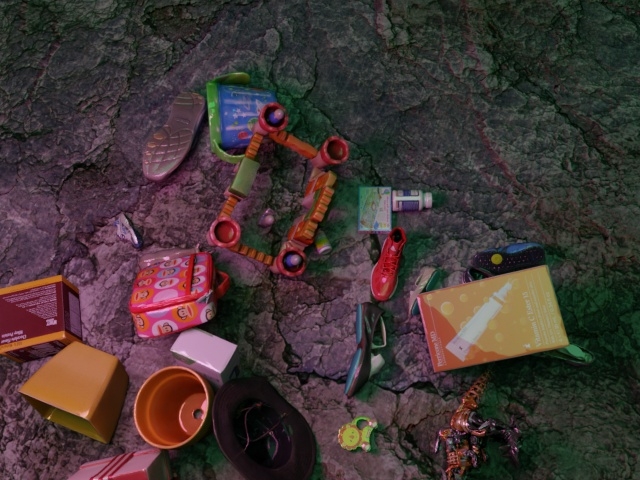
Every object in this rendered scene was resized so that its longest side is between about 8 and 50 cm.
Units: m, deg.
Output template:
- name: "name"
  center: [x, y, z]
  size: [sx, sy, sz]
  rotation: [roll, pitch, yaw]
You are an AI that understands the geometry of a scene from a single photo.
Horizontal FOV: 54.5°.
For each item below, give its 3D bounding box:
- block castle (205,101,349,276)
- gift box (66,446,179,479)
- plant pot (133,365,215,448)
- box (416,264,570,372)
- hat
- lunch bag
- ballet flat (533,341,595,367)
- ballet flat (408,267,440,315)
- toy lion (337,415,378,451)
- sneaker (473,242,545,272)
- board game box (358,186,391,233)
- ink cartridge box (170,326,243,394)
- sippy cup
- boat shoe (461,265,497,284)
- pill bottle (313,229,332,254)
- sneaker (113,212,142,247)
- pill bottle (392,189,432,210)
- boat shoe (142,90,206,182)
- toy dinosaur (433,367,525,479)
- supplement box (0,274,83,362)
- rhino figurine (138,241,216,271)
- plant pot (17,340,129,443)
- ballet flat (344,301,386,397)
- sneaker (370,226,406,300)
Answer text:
- name: "block castle"
  center: [-0.117, -0.139, 1.814]
  size: [0.303, 0.213, 0.453]
  rotation: [26, 75, -17]
- name: "gift box"
  center: [-0.493, 0.681, 1.541]
  size: [0.255, 0.258, 0.276]
  rotation: [-7, 86, -2]
- name: "plant pot"
  center: [-0.357, 0.453, 1.650]
  size: [0.205, 0.188, 0.205]
  rotation: [-5, 66, 12]
- name: "box"
  center: [0.457, 0.216, 1.668]
  size: [0.346, 0.168, 0.214]
  rotation: [-15, 76, 13]
- name: "hat"
  center: [-0.176, 0.528, 1.630]
  size: [0.134, 0.331, 0.331]
  rotation: [-44, 66, 28]
- name: "lunch bag"
  center: [-0.378, 0.141, 1.711]
  size: [0.258, 0.120, 0.293]
  rotation: [-13, 23, -4]
- name: "ballet flat"
  center: [0.654, 0.296, 1.730]
  size: [0.222, 0.079, 0.076]
  rotation: [16, 70, 10]
- name: "ballet flat"
  center: [0.295, 0.150, 1.835]
  size: [0.052, 0.057, 0.168]
  rotation: [18, 62, 40]
- name: "toy lion"
  center: [0.099, 0.525, 1.692]
  size: [0.096, 0.034, 0.100]
  rotation: [15, 68, 18]
- name: "sneaker"
  center: [0.558, 0.047, 1.855]
  size: [0.210, 0.082, 0.069]
  rotation: [-9, 103, 6]
- name: "board game box"
  center: [0.170, -0.096, 1.952]
  size: [0.104, 0.026, 0.154]
  rotation: [1, 67, 4]
- name: "ink cartridge box"
  center: [-0.303, 0.334, 1.690]
  size: [0.154, 0.212, 0.093]
  rotation: [21, 57, 12]
- name: "sippy cup"
  center: [-0.251, -0.399, 2.012]
  size: [0.224, 0.240, 0.305]
  rotation: [-4, 98, -9]
- name: "boat shoe"
  center: [0.526, 0.160, 1.795]
  size: [0.254, 0.079, 0.095]
  rotation: [41, 75, 18]
- name: "pill bottle"
  center: [0.000, 0.000, 1.912]
  size: [0.043, 0.043, 0.083]
  rotation: [-23, 67, -7]
- name: "sneaker"
  center: [-0.608, -0.020, 1.957]
  size: [0.058, 0.052, 0.135]
  rotation: [-38, 62, -2]
- name: "pill bottle"
  center: [0.284, -0.125, 1.937]
  size: [0.120, 0.067, 0.067]
  rotation: [0, 67, 3]
- name: "boat shoe"
  center: [-0.461, -0.321, 2.031]
  size: [0.132, 0.130, 0.355]
  rotation: [20, 64, 8]
- name: "toy dinosaur"
  center: [0.414, 0.502, 1.626]
  size: [0.219, 0.164, 0.321]
  rotation: [8, 88, 24]
- name: "supplement box"
  center: [-0.816, 0.230, 1.812]
  size: [0.191, 0.129, 0.194]
  rotation: [-13, 66, -3]
- name: "rhino figurine"
  center: [-0.432, 0.059, 1.876]
  size: [0.243, 0.106, 0.073]
  rotation: [-14, 67, -3]
- name: "plant pot"
  center: [-0.646, 0.403, 1.699]
  size: [0.212, 0.212, 0.187]
  rotation: [17, 56, 10]
- name: "ballet flat"
  center: [0.136, 0.307, 1.750]
  size: [0.096, 0.095, 0.280]
  rotation: [13, 68, -5]
- name: "sneaker"
  center: [0.199, 0.059, 1.829]
  size: [0.087, 0.128, 0.221]
  rotation: [9, 68, 7]
